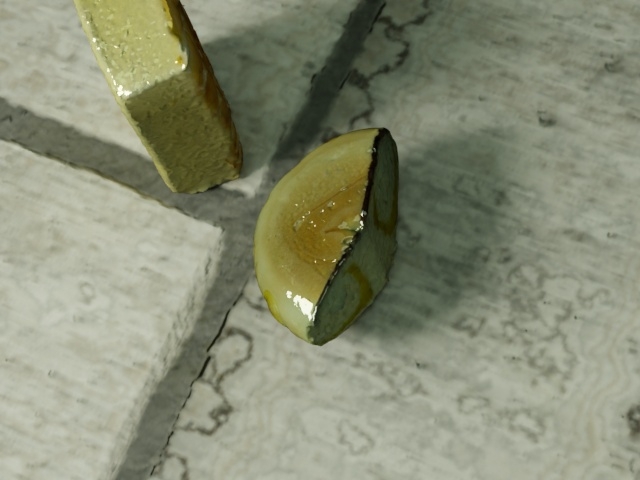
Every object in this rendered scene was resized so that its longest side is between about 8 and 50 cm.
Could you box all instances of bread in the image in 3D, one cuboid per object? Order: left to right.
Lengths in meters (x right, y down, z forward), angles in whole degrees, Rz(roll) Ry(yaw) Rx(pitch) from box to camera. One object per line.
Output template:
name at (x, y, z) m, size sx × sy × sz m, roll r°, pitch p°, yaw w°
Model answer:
bread at (-0.111, -0.120, 1.022) m, size 0.068 × 0.188 × 0.125 m, roll -24°, pitch 68°, yaw -1°
bread at (0.000, 0.000, 1.011) m, size 0.094 × 0.083 × 0.157 m, roll 1°, pitch 66°, yaw 13°
